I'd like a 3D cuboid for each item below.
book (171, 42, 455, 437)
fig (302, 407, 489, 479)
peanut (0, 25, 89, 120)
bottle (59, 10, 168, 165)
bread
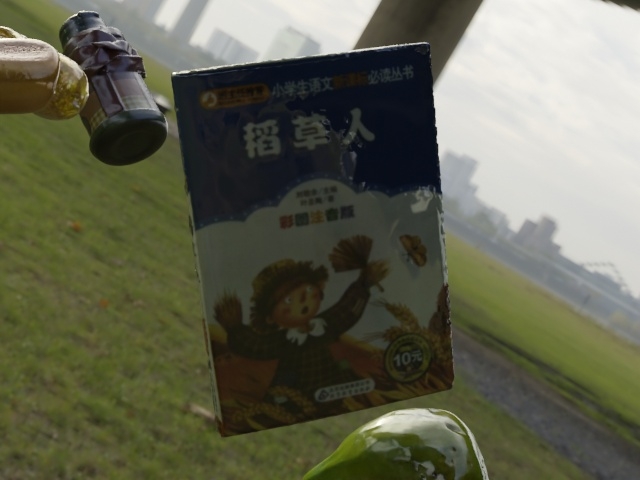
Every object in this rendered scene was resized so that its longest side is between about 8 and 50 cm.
[{"bbox_3d":[0.000,0.000,1.291,0.300,0.428,0.039,-10,15,-14],"label":"book"},{"bbox_3d":[0.120,0.381,1.773,0.314,0.233,0.233,-1,11,-11],"label":"fig"},{"bbox_3d":[-0.372,-0.208,1.378,0.206,0.087,0.087,27,3,24],"label":"peanut"},{"bbox_3d":[-0.357,-0.262,1.877,0.143,0.156,0.271,-9,60,-34],"label":"bottle"},{"bbox_3d":[-0.392,-0.166,1.162,0.239,0.074,0.092,-5,34,-26],"label":"bread"}]
